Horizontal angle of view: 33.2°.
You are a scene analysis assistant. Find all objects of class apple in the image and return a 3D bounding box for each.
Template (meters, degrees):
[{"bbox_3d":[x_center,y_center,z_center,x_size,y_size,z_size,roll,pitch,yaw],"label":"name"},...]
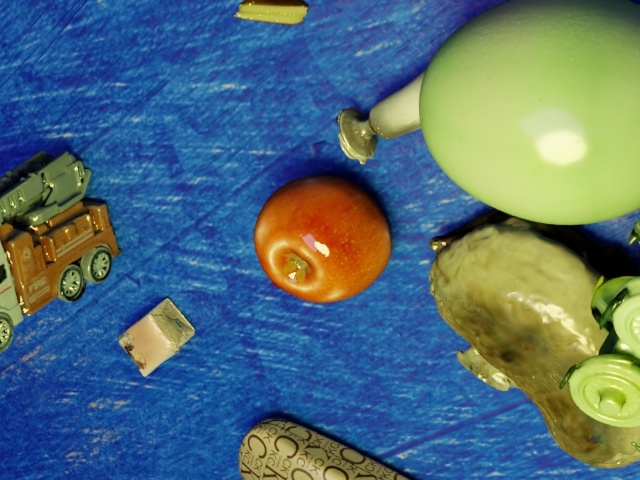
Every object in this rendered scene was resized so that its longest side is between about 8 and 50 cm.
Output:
[{"bbox_3d":[0.000,0.000,1.280,0.163,0.139,0.163,13,119,24],"label":"apple"}]

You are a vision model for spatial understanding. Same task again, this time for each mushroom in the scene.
[{"bbox_3d":[0.259,0.120,1.194,0.247,0.130,0.344,-33,95,35],"label":"mushroom"}]

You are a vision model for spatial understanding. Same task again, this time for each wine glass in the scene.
[{"bbox_3d":[0.096,-0.142,1.192,0.155,0.072,0.072,-22,102,38],"label":"wine glass"}]

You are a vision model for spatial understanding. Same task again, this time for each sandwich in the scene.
[{"bbox_3d":[-0.059,-0.271,1.235,0.083,0.044,0.031,3,133,-19],"label":"sandwich"}]

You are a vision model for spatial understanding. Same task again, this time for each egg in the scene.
[{"bbox_3d":[0.225,-0.126,1.022,0.269,0.220,0.220,8,119,33],"label":"egg"}]

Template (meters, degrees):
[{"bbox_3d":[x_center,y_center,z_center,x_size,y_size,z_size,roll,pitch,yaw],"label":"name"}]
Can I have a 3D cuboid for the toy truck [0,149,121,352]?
[{"bbox_3d":[-0.424,0.016,1.418,0.133,0.338,0.184,9,119,27],"label":"toy truck"}]

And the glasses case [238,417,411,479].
[{"bbox_3d":[0.043,0.362,1.483,0.354,0.085,0.137,24,124,19],"label":"glasses case"}]

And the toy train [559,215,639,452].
[{"bbox_3d":[0.342,0.087,0.974,0.188,0.159,0.272,23,137,9],"label":"toy train"}]

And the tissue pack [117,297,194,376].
[{"bbox_3d":[-0.236,0.139,1.550,0.074,0.059,0.094,51,129,1],"label":"tissue pack"}]
